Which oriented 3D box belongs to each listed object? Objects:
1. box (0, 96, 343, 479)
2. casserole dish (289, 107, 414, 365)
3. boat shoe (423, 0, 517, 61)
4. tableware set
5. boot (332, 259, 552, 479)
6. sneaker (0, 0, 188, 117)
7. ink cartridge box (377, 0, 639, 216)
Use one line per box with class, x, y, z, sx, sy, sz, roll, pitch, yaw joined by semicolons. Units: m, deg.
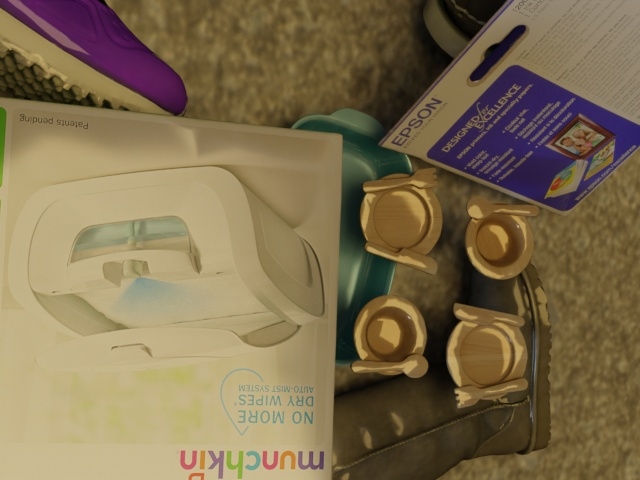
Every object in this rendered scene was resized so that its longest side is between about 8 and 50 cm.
box;-0.132;0.046;0.731;0.262;0.127;0.231;5;83;-21
casserole dish;0.000;0.000;0.876;0.114;0.037;0.188;18;82;-28
boat shoe;0.226;-0.189;0.944;0.305;0.091;0.109;-6;56;-28
tableware set;0.089;0.033;0.878;0.141;0.020;0.169;7;83;-19
boot;0.070;0.105;0.915;0.208;0.076;0.190;-10;96;-22
sneaker;-0.183;-0.179;0.728;0.293;0.102;0.146;31;77;-27
ink cartridge box;0.172;-0.119;0.881;0.208;0.045;0.206;17;130;-38
